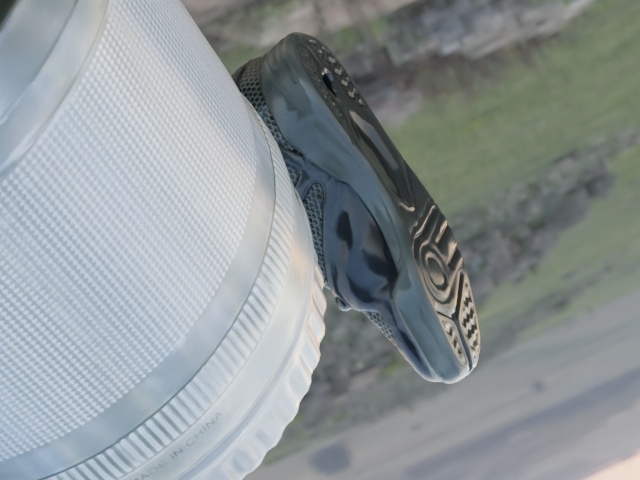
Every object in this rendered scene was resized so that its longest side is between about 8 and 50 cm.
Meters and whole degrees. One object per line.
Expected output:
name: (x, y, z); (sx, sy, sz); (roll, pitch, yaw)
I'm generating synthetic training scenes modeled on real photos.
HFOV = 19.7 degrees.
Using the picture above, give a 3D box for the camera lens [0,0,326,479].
camera lens: (-0.138, -0.023, 0.719); (0.219, 0.219, 0.274); (-26, 140, 7)

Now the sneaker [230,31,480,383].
sneaker: (0.000, 0.000, 1.107); (0.130, 0.227, 0.087); (-30, -169, 27)
